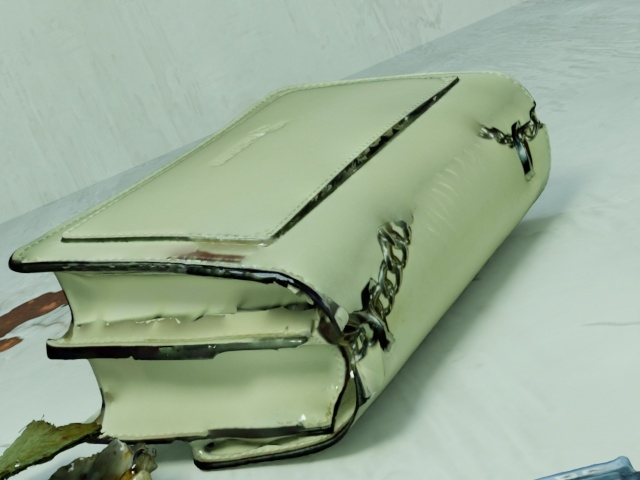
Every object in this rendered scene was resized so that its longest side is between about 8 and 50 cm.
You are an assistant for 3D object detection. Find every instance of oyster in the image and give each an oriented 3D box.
[{"bbox_3d":[-0.133,0.152,0.602,0.103,0.051,0.148,-38,1,-30],"label":"oyster"}]

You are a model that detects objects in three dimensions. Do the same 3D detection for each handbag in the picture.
[{"bbox_3d":[0.000,0.000,0.755,0.237,0.160,0.358,-6,22,33],"label":"handbag"}]

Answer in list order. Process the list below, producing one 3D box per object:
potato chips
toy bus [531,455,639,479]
[{"bbox_3d":[-0.206,0.151,0.668,0.209,0.026,0.142,-36,10,23],"label":"potato chips"},{"bbox_3d":[0.175,0.085,0.295,0.237,0.094,0.079,-18,8,12],"label":"toy bus"}]
